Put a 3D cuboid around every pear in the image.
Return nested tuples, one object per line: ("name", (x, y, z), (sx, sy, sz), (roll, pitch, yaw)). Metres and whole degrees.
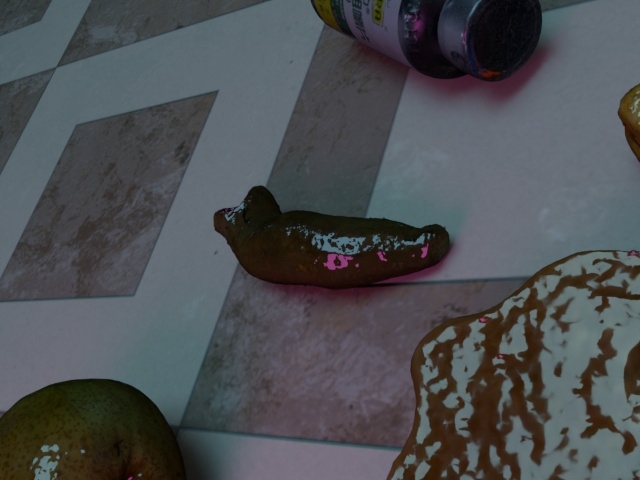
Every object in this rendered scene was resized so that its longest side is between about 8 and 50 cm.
("pear", (-0.224, 0.238, 0.830), (0.211, 0.188, 0.228), (-4, 54, 42))

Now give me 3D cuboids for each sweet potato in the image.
("sweet potato", (-0.003, -0.004, 0.912), (0.286, 0.085, 0.112), (2, 56, 41))

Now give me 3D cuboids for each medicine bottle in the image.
("medicine bottle", (0.111, -0.265, 0.977), (0.141, 0.141, 0.293), (-48, 41, -1))

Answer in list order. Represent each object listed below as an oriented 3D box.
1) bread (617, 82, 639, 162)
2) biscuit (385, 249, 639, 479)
("bread", (0.350, -0.122, 0.704), (0.211, 0.083, 0.114), (-34, 48, 15))
("biscuit", (0.214, 0.180, 0.578), (0.385, 0.062, 0.365), (-6, 65, 32))
